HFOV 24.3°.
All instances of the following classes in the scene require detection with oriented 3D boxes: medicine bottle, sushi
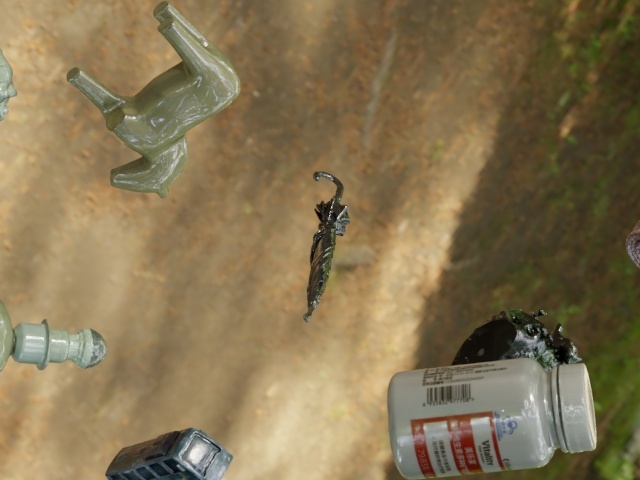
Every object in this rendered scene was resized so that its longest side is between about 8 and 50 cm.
[{"bbox_3d":[0.123,0.126,1.063,0.079,0.140,0.079,-7,90,-76],"label":"medicine bottle"},{"bbox_3d":[0.157,0.093,1.213,0.085,0.056,0.083,-40,139,19],"label":"sushi"}]

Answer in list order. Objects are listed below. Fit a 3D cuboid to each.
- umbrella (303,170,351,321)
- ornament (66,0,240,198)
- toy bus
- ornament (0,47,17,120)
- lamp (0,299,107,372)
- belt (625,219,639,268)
[{"bbox_3d":[0.004,0.002,0.750,0.022,0.022,0.148,-57,-165,28],"label":"umbrella"},{"bbox_3d":[-0.203,-0.158,1.857,0.230,0.061,0.245,-33,138,13],"label":"ornament"},{"bbox_3d":[-0.151,0.225,1.467,0.166,0.065,0.047,-25,-153,53],"label":"toy bus"},{"bbox_3d":[-0.457,-0.122,1.749,0.120,0.130,0.285,23,122,-30],"label":"ornament"},{"bbox_3d":[-0.254,0.082,1.219,0.163,0.091,0.091,6,121,-23],"label":"lamp"},{"bbox_3d":[0.388,0.068,1.484,0.053,0.232,0.071,-44,-170,-31],"label":"belt"}]
